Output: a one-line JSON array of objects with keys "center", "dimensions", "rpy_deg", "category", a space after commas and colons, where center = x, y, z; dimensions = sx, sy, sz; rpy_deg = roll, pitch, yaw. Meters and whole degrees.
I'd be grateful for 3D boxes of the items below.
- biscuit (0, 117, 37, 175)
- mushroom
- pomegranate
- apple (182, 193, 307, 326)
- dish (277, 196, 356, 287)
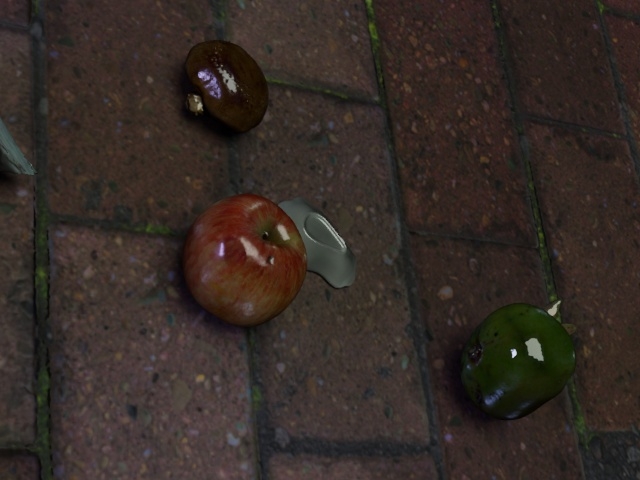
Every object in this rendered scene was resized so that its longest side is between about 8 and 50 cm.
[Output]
[{"center": [-0.461, -0.101, 1.082], "dimensions": [0.309, 0.079, 0.186], "rpy_deg": [-26, 79, -35], "category": "biscuit"}, {"center": [-0.119, -0.195, 1.360], "dimensions": [0.127, 0.087, 0.127], "rpy_deg": [39, 35, -34], "category": "mushroom"}, {"center": [0.263, 0.141, 1.392], "dimensions": [0.131, 0.152, 0.191], "rpy_deg": [46, 41, 6], "category": "pomegranate"}, {"center": [-0.087, 0.025, 1.233], "dimensions": [0.146, 0.131, 0.146], "rpy_deg": [27, 42, -28], "category": "apple"}, {"center": [0.000, 0.000, 1.357], "dimensions": [0.137, 0.039, 0.091], "rpy_deg": [41, 52, -7], "category": "dish"}]
